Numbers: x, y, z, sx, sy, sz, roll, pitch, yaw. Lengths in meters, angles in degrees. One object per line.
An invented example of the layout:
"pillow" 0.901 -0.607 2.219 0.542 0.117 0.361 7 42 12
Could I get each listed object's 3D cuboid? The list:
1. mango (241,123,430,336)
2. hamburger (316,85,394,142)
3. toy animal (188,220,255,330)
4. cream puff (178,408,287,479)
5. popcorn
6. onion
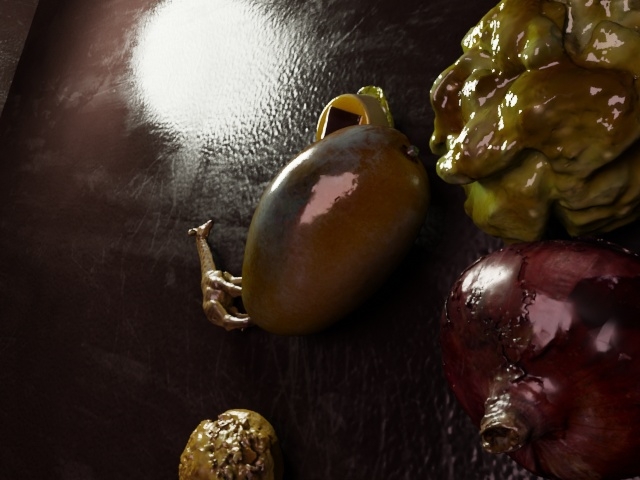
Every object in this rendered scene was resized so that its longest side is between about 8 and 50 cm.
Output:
"mango" 0.000 0.000 0.807 0.384 0.199 0.221 -49 58 33
"hamburger" 0.058 -0.173 0.889 0.127 0.082 0.141 7 92 45
"toy animal" -0.180 0.067 1.038 0.276 0.054 0.149 31 94 44
"cream puff" -0.139 0.346 0.848 0.189 0.130 0.188 -13 70 40
"popcorn" 0.244 -0.136 0.603 0.282 0.247 0.282 -30 49 41
"onion" 0.218 0.122 0.527 0.252 0.219 0.252 27 136 29
